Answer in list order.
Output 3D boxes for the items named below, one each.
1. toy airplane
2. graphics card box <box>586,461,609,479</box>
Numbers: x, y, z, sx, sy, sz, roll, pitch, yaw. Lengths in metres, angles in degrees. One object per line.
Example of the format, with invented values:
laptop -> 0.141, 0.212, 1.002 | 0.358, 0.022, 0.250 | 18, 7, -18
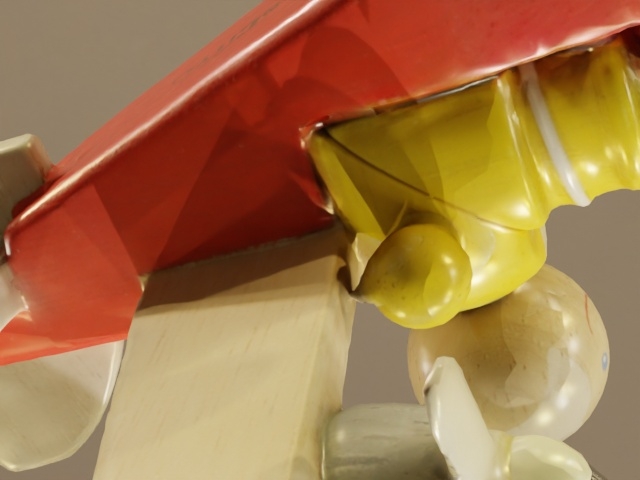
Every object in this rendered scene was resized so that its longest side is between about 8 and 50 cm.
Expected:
toy airplane -> 0.000, 0.000, 0.573 | 0.272, 0.384, 0.386 | 47, -114, -17
graphics card box -> 0.182, 0.254, 0.731 | 0.233, 0.371, 0.094 | 39, -79, 4
